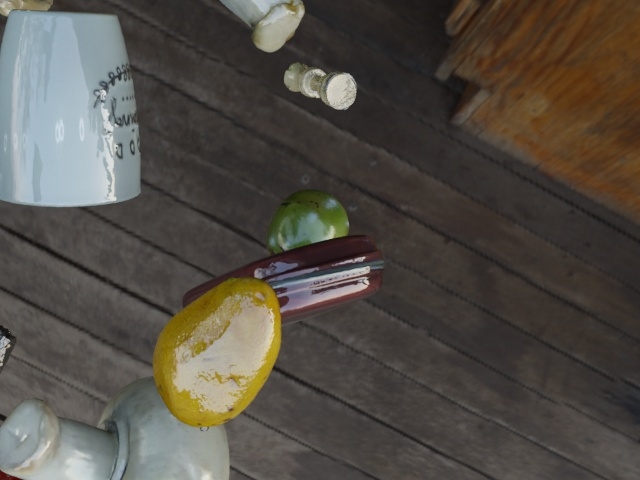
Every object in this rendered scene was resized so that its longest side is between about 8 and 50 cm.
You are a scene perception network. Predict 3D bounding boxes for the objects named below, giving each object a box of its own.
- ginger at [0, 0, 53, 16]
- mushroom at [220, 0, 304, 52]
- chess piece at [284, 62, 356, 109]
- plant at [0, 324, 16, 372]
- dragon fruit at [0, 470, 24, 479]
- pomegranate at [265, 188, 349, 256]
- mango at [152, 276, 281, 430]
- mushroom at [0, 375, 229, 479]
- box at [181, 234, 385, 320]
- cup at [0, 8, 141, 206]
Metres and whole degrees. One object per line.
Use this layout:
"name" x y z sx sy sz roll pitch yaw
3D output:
"ginger" -0.484 -0.393 1.536 0.051 0.173 0.069 -29 89 17
"mushroom" -0.114 -0.345 0.904 0.097 0.109 0.351 -34 106 -22
"chess piece" -0.008 -0.253 1.527 0.060 0.172 0.060 -10 111 -27
"plant" -0.631 0.220 1.761 0.092 0.094 0.143 32 78 38
"dragon fruit" -0.492 0.491 1.697 0.241 0.252 0.240 6 109 17
"pomegranate" -0.002 -0.011 1.886 0.211 0.179 0.179 8 74 -5
"mango" -0.130 0.136 1.202 0.147 0.109 0.227 38 114 15
"mushroom" -0.258 0.334 1.388 0.315 0.356 0.315 -4 45 4
"box" -0.069 0.087 1.566 0.263 0.404 0.108 -13 84 -31
"cup" -0.315 -0.179 1.242 0.187 0.258 0.234 5 102 11
